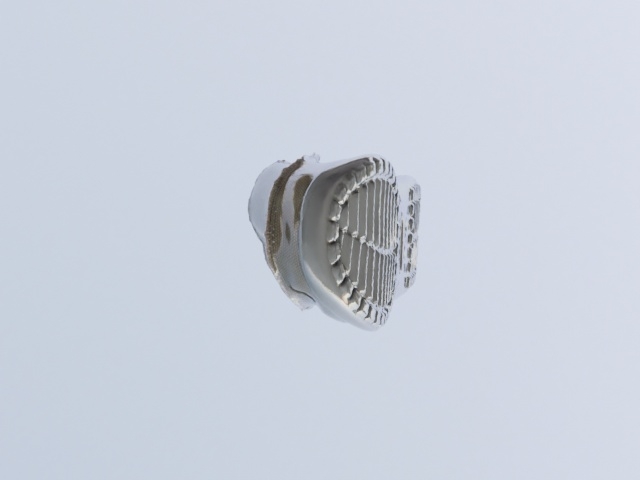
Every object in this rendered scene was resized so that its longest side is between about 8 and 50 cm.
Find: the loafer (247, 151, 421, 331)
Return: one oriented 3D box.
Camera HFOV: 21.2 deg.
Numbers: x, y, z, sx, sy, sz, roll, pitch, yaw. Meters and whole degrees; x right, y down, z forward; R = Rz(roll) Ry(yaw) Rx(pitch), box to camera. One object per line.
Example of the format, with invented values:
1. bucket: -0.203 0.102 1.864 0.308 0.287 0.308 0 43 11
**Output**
1. loafer: 0.000 0.000 0.939 0.087 0.251 0.094 3 -92 10
